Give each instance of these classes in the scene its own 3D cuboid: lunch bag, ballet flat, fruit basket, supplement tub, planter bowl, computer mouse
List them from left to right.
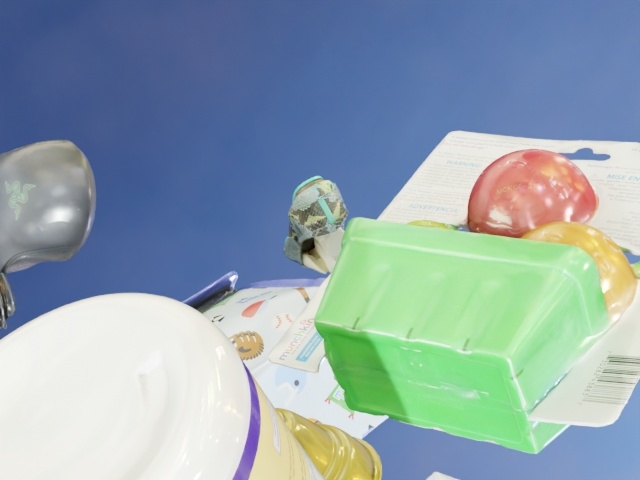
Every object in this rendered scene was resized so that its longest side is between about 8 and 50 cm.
[{"bbox_3d":[-0.314,-0.020,1.281,0.072,0.189,0.272,1,-14,-36],"label":"computer mouse"},{"bbox_3d":[-0.099,0.223,0.861,0.241,0.241,0.331,-34,-52,-5],"label":"supplement tub"},{"bbox_3d":[-0.150,0.202,1.633,0.328,0.385,0.239,-34,-75,-29],"label":"lunch bag"},{"bbox_3d":[-0.059,0.221,1.189,0.217,0.217,0.090,-32,-68,-8],"label":"planter bowl"},{"bbox_3d":[0.000,0.000,1.263,0.070,0.070,0.188,-33,-16,-7],"label":"ballet flat"},{"bbox_3d":[0.173,0.022,1.102,0.353,0.327,0.165,-44,-50,-41],"label":"fruit basket"}]

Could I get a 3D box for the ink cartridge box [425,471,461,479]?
[{"bbox_3d":[0.207,0.335,1.190,0.223,0.224,0.045,26,-64,-37],"label":"ink cartridge box"}]
